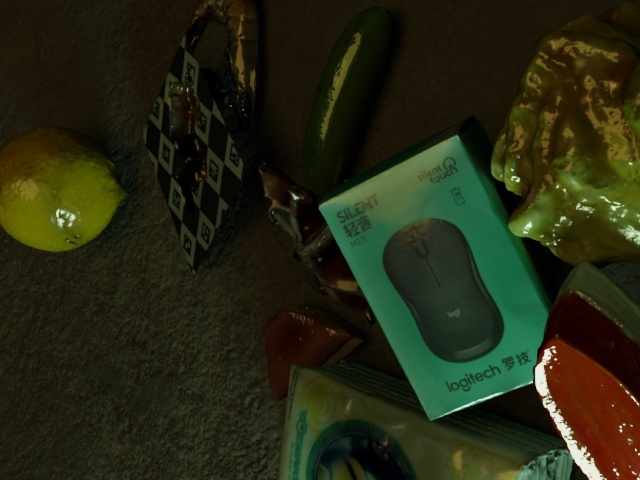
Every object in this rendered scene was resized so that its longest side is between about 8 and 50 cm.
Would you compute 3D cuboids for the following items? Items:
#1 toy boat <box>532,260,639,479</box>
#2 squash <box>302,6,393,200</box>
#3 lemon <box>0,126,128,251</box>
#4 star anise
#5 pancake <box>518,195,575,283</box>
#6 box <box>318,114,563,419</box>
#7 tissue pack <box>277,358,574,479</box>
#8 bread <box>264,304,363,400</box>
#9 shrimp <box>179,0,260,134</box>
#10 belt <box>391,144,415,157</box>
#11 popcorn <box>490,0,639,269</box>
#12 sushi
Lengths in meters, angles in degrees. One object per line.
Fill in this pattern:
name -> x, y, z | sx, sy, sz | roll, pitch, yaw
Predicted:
toy boat -> 0.333, 0.165, 1.043 | 0.145, 0.133, 0.332 | -5, 126, 47
squash -> 0.031, -0.200, 1.409 | 0.082, 0.082, 0.292 | 34, 113, 36
lemon -> -0.492, -0.093, 1.783 | 0.253, 0.228, 0.228 | 2, 92, 41
star anise -> 0.000, -0.001, 1.360 | 0.088, 0.288, 0.288 | -38, 59, -8
pancake -> 0.235, 0.040, 1.264 | 0.250, 0.031, 0.250 | 4, 97, 38
box -> 0.160, 0.036, 1.171 | 0.205, 0.118, 0.311 | -26, 93, 23
tissue pack -> 0.120, 0.342, 1.290 | 0.388, 0.162, 0.287 | 16, 104, 41
bread -> -0.023, 0.153, 1.474 | 0.192, 0.067, 0.119 | -42, 72, 35
shrimp -> -0.165, -0.295, 1.614 | 0.198, 0.051, 0.262 | -7, 88, 50
belt -> 0.104, -0.059, 1.310 | 0.151, 0.121, 0.079 | -48, 57, -5
popcorn -> 0.326, -0.102, 0.986 | 0.326, 0.290, 0.321 | -102, 6, -55
sushi -> -0.191, -0.140, 1.601 | 0.294, 0.059, 0.292 | -53, 54, 50
